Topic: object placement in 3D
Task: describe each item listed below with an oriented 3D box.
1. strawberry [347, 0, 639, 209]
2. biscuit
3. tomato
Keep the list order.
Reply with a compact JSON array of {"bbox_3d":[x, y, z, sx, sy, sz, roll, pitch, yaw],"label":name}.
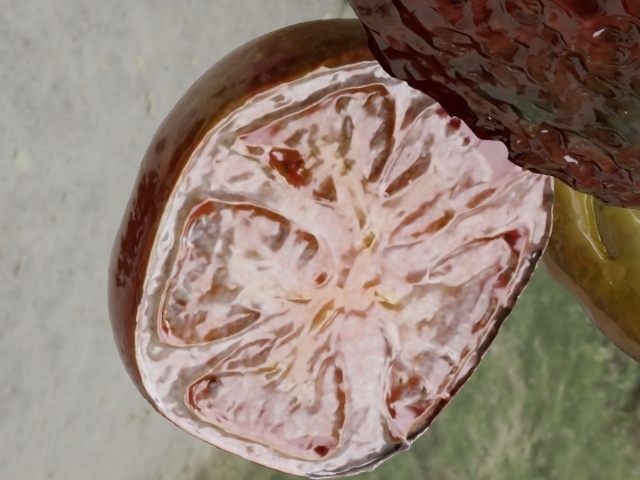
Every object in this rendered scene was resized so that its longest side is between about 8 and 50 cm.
[{"bbox_3d":[0.110,-0.128,0.511,0.274,0.220,0.274,-19,90,-79],"label":"strawberry"},{"bbox_3d":[0.233,0.023,0.856,0.154,0.299,0.045,-55,175,-38],"label":"biscuit"},{"bbox_3d":[0.000,0.000,0.693,0.095,0.236,0.237,-133,-133,-55],"label":"tomato"}]
